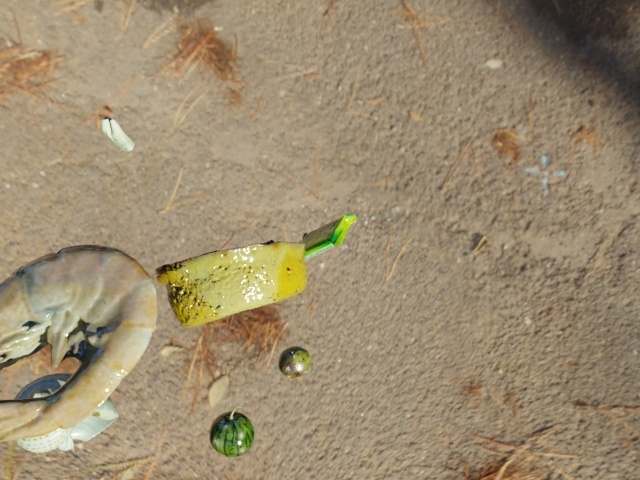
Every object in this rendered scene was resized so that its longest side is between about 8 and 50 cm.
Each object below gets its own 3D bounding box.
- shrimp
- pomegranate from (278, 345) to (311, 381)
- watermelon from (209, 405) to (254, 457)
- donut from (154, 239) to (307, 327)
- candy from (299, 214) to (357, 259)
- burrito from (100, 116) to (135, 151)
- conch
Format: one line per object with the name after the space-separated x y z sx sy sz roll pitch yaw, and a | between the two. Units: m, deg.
-0.248 0.103 0.602 0.254 0.059 0.145 -35 73 -16 | shrimp
-0.058 0.272 1.577 0.073 0.073 0.085 8 103 -2 | pomegranate
-0.192 0.414 1.566 0.108 0.109 0.109 2 66 -5 | watermelon
-0.141 0.076 1.233 0.271 0.272 0.107 -11 84 -11 | donut
-0.001 -0.001 1.586 0.032 0.178 0.102 47 51 -16 | candy
-0.536 -0.280 1.903 0.074 0.118 0.044 25 71 35 | burrito
-0.474 0.308 1.325 0.172 0.200 0.131 -30 75 -18 | conch
